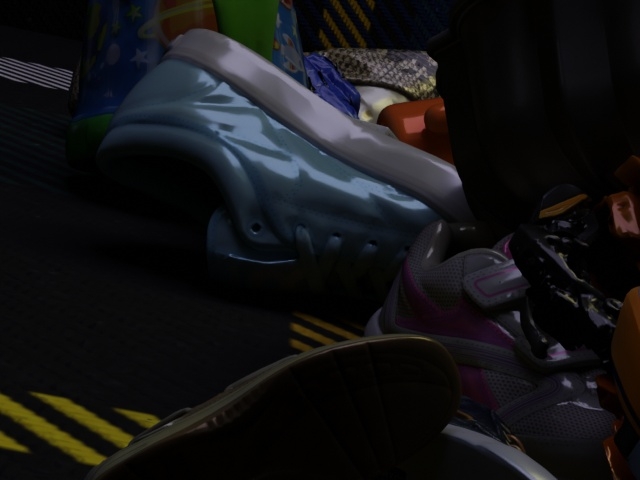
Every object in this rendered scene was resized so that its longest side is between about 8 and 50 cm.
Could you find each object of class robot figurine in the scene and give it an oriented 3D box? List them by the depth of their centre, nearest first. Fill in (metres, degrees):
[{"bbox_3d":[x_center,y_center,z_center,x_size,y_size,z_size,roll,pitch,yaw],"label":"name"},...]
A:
[{"bbox_3d":[0.194,0.061,0.634,0.211,0.085,0.291,20,31,-17],"label":"robot figurine"},{"bbox_3d":[0.133,-0.076,1.387,0.219,0.158,0.128,-9,24,-7],"label":"robot figurine"}]

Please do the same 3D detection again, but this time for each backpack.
[{"bbox_3d":[-0.008,-0.121,1.440,0.101,0.098,0.120,-29,65,-19],"label":"backpack"}]

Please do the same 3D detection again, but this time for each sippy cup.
[{"bbox_3d":[-0.116,-0.179,1.314,0.305,0.224,0.240,-5,-5,34],"label":"sippy cup"}]

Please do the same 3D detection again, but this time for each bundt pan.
[{"bbox_3d":[0.224,-0.055,0.837,0.330,0.124,0.331,3,-18,1],"label":"bundt pan"}]

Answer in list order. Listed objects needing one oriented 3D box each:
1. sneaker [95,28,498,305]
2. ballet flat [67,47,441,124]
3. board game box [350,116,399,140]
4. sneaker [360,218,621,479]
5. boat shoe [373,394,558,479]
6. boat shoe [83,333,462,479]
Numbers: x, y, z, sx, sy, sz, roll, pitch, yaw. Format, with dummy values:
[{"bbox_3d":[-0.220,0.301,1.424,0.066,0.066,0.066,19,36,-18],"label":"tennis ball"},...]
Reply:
[{"bbox_3d":[0.000,0.000,1.019,0.366,0.150,0.135,31,-23,21],"label":"sneaker"},{"bbox_3d":[-0.040,-0.126,1.573,0.482,0.164,0.182,7,32,3],"label":"ballet flat"},{"bbox_3d":[0.011,-0.068,1.139,0.154,0.026,0.103,20,-15,38],"label":"board game box"},{"bbox_3d":[0.107,0.057,0.749,0.103,0.111,0.252,4,16,-37],"label":"sneaker"},{"bbox_3d":[0.066,0.100,0.606,0.083,0.065,0.183,1,13,-39],"label":"boat shoe"},{"bbox_3d":[-0.020,0.075,0.562,0.153,0.056,0.048,-26,12,-10],"label":"boat shoe"}]
